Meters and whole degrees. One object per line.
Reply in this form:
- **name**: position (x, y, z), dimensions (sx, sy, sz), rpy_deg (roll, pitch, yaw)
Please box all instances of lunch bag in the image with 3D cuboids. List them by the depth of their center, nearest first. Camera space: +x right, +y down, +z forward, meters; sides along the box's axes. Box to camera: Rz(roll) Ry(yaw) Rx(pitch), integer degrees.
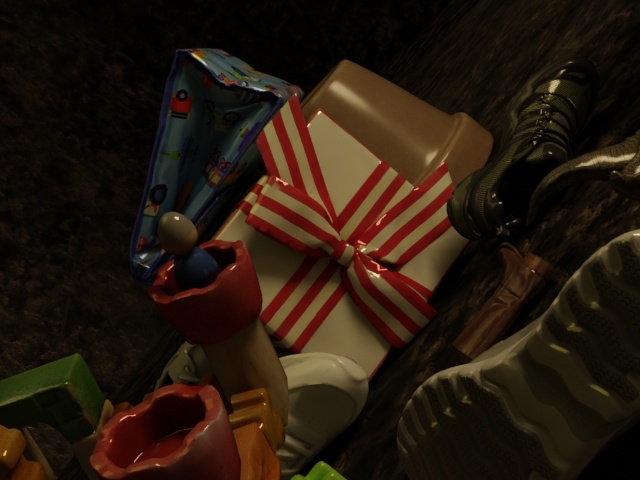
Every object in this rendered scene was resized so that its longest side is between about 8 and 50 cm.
- **lunch bag**: position (-0.151, -0.077, 1.232), dimensions (0.293, 0.138, 0.221), rpy_deg (-64, -1, 12)

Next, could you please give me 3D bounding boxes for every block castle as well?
- **block castle**: position (-0.252, 0.167, 0.728), dimensions (0.453, 0.213, 0.303), rpy_deg (-19, 23, 9)

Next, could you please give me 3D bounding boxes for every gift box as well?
- **gift box**: position (0.000, 0.000, 1.136), dimensions (0.276, 0.255, 0.258), rpy_deg (-57, 9, -11)

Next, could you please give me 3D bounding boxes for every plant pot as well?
- **plant pot**: position (0.070, -0.123, 1.386), dimensions (0.263, 0.229, 0.263), rpy_deg (-47, 8, 9)

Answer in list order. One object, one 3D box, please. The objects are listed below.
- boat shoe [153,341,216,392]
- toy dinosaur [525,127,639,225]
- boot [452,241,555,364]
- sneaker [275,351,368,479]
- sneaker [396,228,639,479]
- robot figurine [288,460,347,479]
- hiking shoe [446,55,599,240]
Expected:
- **boat shoe**: position (-0.160, 0.180, 1.360), dimensions (0.258, 0.095, 0.084), rpy_deg (-54, 8, 48)
- **toy dinosaur**: position (0.283, -0.087, 0.686), dimensions (0.313, 0.121, 0.160), rpy_deg (-48, -4, 35)
- **boot**: position (0.149, 0.059, 0.885), dimensions (0.114, 0.037, 0.106), rpy_deg (-54, 7, 0)
- **sneaker**: position (-0.056, 0.232, 1.009), dimensions (0.305, 0.114, 0.152), rpy_deg (-44, 29, 28)
- **sneaker**: position (0.156, 0.093, 0.613), dimensions (0.115, 0.105, 0.281), rpy_deg (-11, -26, -43)
- **robot figurine**: position (-0.018, 0.240, 0.819), dimensions (0.115, 0.067, 0.101), rpy_deg (-50, 21, -6)
- **hiking shoe**: position (0.229, -0.089, 1.014), dimensions (0.227, 0.086, 0.114), rpy_deg (-56, 23, -6)
